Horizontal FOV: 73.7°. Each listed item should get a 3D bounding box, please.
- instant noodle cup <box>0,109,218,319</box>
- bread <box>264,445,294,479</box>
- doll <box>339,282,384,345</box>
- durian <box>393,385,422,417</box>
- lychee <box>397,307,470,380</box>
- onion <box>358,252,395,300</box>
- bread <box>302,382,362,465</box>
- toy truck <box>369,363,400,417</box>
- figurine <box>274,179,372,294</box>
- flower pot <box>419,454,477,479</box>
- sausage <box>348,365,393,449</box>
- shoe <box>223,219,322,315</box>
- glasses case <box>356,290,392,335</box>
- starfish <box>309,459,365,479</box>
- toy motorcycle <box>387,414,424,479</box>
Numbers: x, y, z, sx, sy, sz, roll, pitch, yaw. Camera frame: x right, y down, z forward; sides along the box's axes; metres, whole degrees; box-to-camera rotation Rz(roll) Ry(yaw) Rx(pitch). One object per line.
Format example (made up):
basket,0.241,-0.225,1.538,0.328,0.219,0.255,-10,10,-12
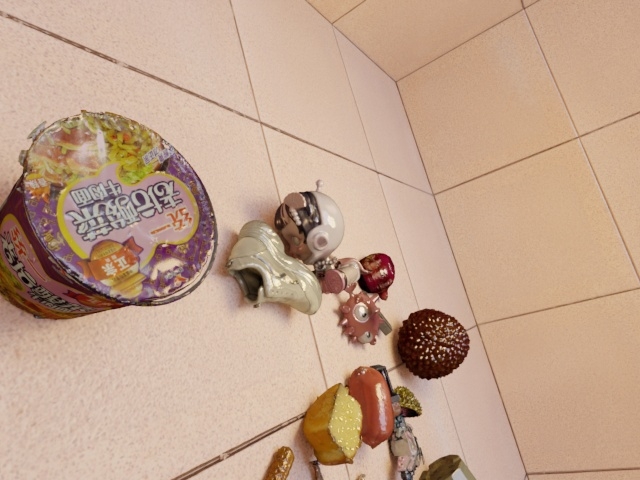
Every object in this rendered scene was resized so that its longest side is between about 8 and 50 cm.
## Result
instant noodle cup,-0.396,-0.017,0.751,0.340,0.266,0.339,36,44,-43
bread,-0.107,0.579,1.045,0.052,0.044,0.157,56,32,-15
doll,0.150,0.278,1.597,0.211,0.093,0.261,-23,99,-40
durian,0.332,0.615,1.657,0.187,0.119,0.108,39,44,-38
lychee,0.486,0.445,1.847,0.330,0.306,0.306,-44,111,-34
onion,0.256,0.163,1.831,0.218,0.140,0.195,65,23,-13
bread,0.029,0.521,1.208,0.143,0.140,0.229,59,20,-9
toy truck,0.219,0.545,1.536,0.083,0.092,0.192,15,53,-54
figurine,-0.005,0.002,1.412,0.211,0.253,0.361,-33,96,-32
flower pot,0.514,0.981,1.611,0.259,0.290,0.290,58,29,8
sausage,0.170,0.550,1.417,0.148,0.148,0.254,38,41,-41
shoe,-0.139,0.127,1.219,0.342,0.132,0.210,51,38,-20
glasses case,0.219,0.294,1.732,0.205,0.047,0.071,53,3,-25
starfish,0.080,0.802,1.126,0.398,0.132,0.383,24,41,-32
toy motorcycle,0.296,0.731,1.543,0.239,0.108,0.204,-85,153,-80
